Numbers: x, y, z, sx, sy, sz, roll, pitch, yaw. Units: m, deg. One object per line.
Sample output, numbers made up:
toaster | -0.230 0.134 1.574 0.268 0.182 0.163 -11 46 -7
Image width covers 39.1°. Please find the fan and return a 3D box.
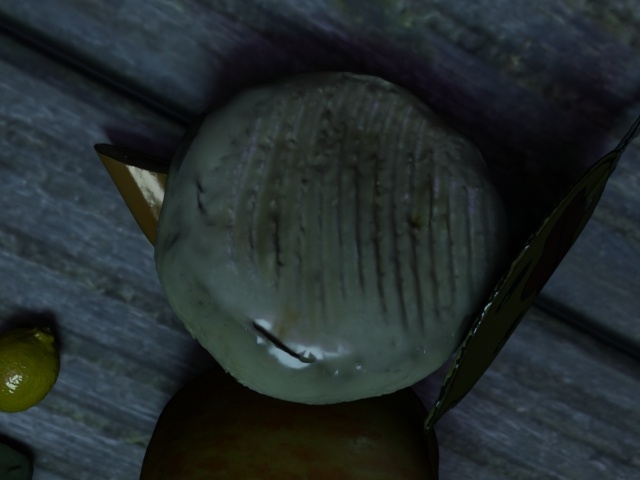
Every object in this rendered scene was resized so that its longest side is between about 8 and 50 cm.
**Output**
fan | 0.167 -0.003 0.630 0.011 0.229 0.335 35 81 18

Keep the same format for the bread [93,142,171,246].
bread | -0.115 -0.037 0.665 0.062 0.049 0.103 -22 116 8

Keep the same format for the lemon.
lemon | -0.240 0.102 0.719 0.062 0.062 0.083 35 96 -17

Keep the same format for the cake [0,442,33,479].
cake | -0.326 0.251 0.678 0.158 0.283 0.172 21 96 -12

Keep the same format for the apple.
apple | -0.029 0.205 0.670 0.264 0.264 0.264 -1 115 -2

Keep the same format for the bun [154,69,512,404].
bun | 0.000 0.000 0.609 0.239 0.239 0.141 13 148 -8
